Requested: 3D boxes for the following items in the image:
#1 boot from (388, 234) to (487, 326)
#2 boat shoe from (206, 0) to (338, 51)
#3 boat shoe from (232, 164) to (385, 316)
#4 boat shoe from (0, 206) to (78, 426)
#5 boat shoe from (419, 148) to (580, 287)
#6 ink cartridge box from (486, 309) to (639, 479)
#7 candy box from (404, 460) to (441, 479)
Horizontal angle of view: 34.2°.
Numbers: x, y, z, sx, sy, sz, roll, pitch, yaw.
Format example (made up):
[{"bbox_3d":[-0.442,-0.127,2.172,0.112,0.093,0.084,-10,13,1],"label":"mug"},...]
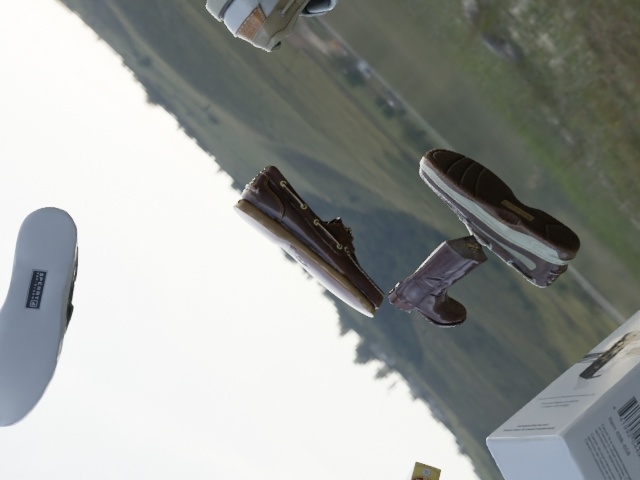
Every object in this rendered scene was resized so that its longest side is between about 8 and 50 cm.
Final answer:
[{"bbox_3d":[0.142,0.041,1.077,0.106,0.114,0.037,14,-135,-33],"label":"boot"},{"bbox_3d":[-0.015,-0.343,1.355,0.103,0.302,0.113,46,149,0],"label":"boat shoe"},{"bbox_3d":[0.000,0.000,1.177,0.207,0.073,0.073,42,165,-13],"label":"boat shoe"},{"bbox_3d":[-0.390,0.107,1.408,0.108,0.301,0.102,8,162,-2],"label":"boat shoe"},{"bbox_3d":[0.232,-0.026,1.454,0.257,0.095,0.095,40,-140,25],"label":"boat shoe"},{"bbox_3d":[0.326,0.206,1.034,0.114,0.273,0.197,-18,101,58],"label":"ink cartridge box"},{"bbox_3d":[0.151,0.481,1.757,0.053,0.186,0.109,17,144,2],"label":"candy box"}]
